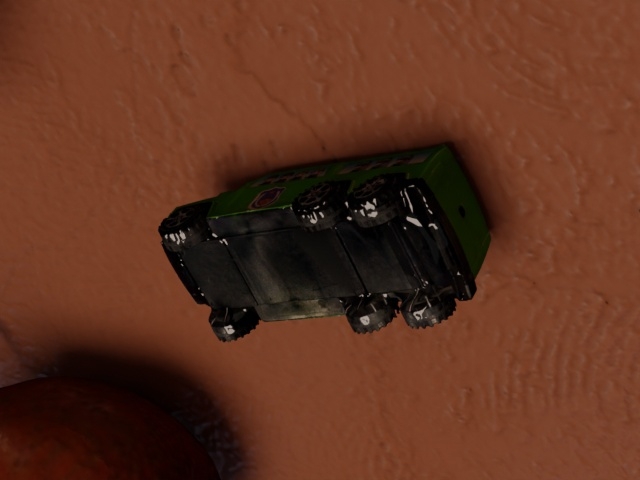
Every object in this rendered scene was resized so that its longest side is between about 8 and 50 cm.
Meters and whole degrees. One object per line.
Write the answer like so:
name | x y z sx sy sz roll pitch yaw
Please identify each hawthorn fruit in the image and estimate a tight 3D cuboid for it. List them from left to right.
hawthorn fruit | -0.157 0.139 1.022 0.203 0.162 0.162 38 142 31

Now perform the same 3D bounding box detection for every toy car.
toy car | 0.000 0.000 0.841 0.165 0.062 0.071 -7 120 38
